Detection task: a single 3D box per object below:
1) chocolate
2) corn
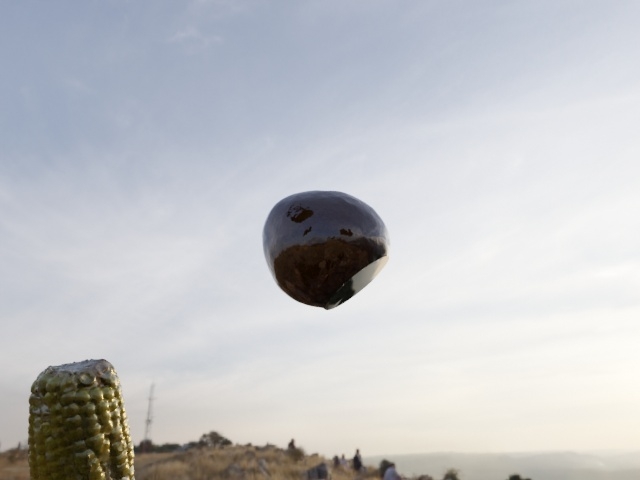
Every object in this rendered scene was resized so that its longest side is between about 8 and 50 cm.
[{"bbox_3d":[0.000,0.000,0.649,0.177,0.176,0.176,-2,-24,-1],"label":"chocolate"},{"bbox_3d":[-0.215,0.264,0.443,0.097,0.319,0.097,0,7,0],"label":"corn"}]
